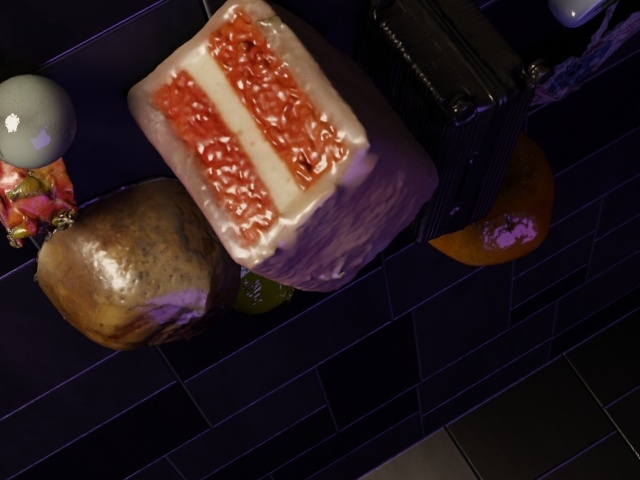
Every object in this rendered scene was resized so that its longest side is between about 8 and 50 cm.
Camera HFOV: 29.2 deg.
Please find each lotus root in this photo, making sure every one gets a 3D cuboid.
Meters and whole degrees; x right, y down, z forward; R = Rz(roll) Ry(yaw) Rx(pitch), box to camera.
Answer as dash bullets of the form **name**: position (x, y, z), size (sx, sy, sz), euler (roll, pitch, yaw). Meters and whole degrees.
- **lotus root**: position (-0.239, 0.056, 1.702), size (0.272, 0.192, 0.272), euler (-30, 162, -11)

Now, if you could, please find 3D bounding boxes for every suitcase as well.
- **suitcase**: position (0.160, -0.176, 1.677), size (0.152, 0.230, 0.335), euler (-23, 153, -19)

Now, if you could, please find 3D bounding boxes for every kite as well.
- **kite**: position (0.423, -0.293, 1.953), size (0.406, 0.014, 0.368), euler (-34, 167, -9)

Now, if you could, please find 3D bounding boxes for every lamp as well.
- **lamp**: position (-0.319, -0.129, 1.344), size (0.105, 0.105, 0.105), euler (-27, 154, -14)

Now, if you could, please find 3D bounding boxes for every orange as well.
- **orange**: position (0.253, -0.066, 1.988), size (0.249, 0.249, 0.183), euler (-26, 148, -15)

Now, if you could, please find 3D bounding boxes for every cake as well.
- **cake**: position (-0.040, -0.111, 1.478), size (0.237, 0.309, 0.230), euler (-44, 156, 15)

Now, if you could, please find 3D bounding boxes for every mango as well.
- **mango**: position (-0.110, 0.052, 1.925), size (0.119, 0.100, 0.178), euler (-28, 151, 6)

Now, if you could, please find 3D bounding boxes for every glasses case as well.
- **glasses case**: position (0.414, -0.384, 1.796), size (0.178, 0.067, 0.045), euler (-39, 156, 11)

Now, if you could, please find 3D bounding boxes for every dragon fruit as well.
- **dragon fruit**: position (-0.346, -0.045, 1.472), size (0.102, 0.096, 0.147), euler (-22, 151, -15)
